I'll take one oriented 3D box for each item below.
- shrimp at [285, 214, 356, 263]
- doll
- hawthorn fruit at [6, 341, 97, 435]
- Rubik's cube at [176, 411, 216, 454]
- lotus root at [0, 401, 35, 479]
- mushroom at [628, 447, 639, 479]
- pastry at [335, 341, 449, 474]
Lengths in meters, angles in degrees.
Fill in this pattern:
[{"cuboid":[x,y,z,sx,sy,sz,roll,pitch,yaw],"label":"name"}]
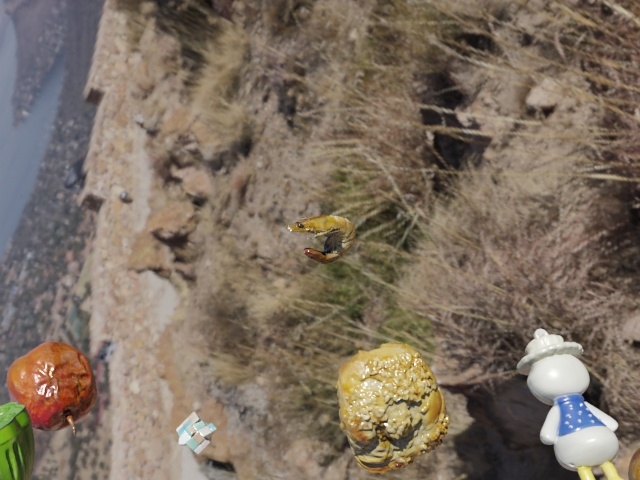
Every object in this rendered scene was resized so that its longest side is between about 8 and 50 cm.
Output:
[{"cuboid":[-0.004,-0.004,1.398,0.045,0.162,0.095,54,129,43],"label":"shrimp"},{"cuboid":[0.420,0.281,1.261,0.119,0.138,0.293,94,164,-56],"label":"doll"},{"cuboid":[-0.616,0.368,1.757,0.243,0.207,0.207,47,113,33],"label":"hawthorn fruit"},{"cuboid":[-0.284,0.451,1.732,0.075,0.084,0.073,-61,22,-4],"label":"Rubik's cube"},{"cuboid":[-0.559,0.390,1.263,0.186,0.186,0.186,-38,40,41],"label":"lotus root"},{"cuboid":[0.641,0.437,1.411,0.087,0.127,0.127,9,78,61],"label":"mushroom"},{"cuboid":[0.166,0.383,1.667,0.255,0.311,0.162,-34,29,-14],"label":"pastry"}]
